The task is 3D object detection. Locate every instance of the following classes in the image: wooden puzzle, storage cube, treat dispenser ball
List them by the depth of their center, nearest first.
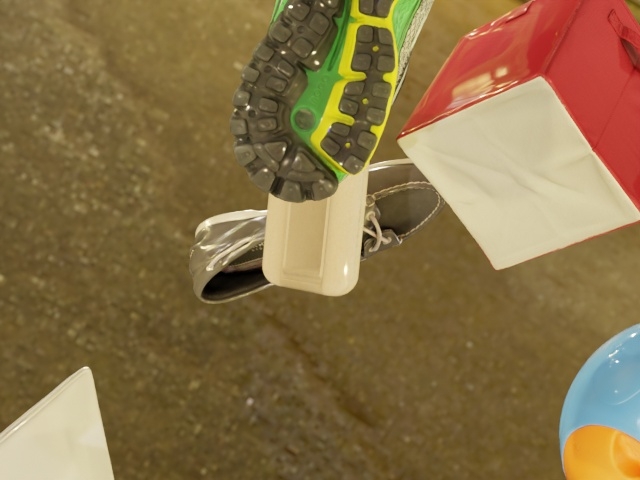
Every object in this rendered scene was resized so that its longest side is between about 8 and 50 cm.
[{"bbox_3d":[0.225,-0.117,1.390,0.183,0.215,0.193,51,45,-19],"label":"storage cube"},{"bbox_3d":[0.002,-0.058,1.413,0.044,0.220,0.239,6,-1,-19],"label":"wooden puzzle"},{"bbox_3d":[0.419,0.230,1.610,0.288,0.288,0.288,27,20,-11],"label":"treat dispenser ball"}]

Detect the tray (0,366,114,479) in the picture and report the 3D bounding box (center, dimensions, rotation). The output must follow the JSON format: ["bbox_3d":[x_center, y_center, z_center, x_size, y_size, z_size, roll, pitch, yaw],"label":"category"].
[{"bbox_3d":[-0.238,0.240,1.208,0.030,0.270,0.145,23,46,29],"label":"tray"}]

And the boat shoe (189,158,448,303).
[{"bbox_3d":[0.000,0.000,1.638,0.095,0.335,0.112,-87,152,-42],"label":"boat shoe"}]

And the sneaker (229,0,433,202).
[{"bbox_3d":[0.026,-0.196,1.028,0.134,0.343,0.146,24,4,0],"label":"sneaker"}]
